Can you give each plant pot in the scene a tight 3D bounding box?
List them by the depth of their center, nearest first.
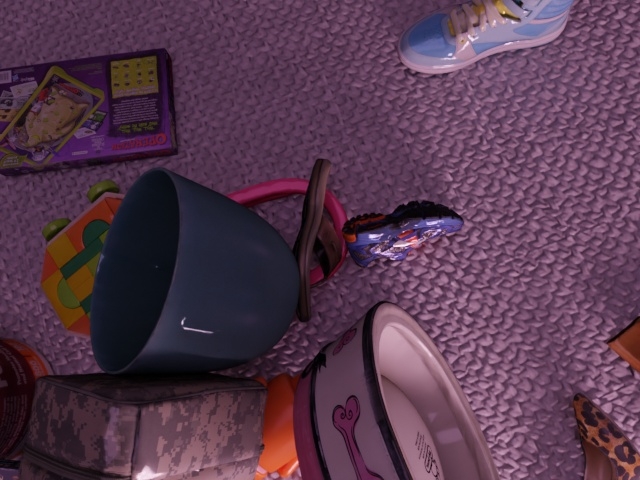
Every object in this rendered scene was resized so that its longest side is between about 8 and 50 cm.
[{"bbox_3d":[-0.176,0.064,0.864,0.293,0.235,0.293,-22,60,45],"label":"plant pot"}]

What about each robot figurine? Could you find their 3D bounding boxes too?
[{"bbox_3d":[-0.082,0.308,0.941,0.219,0.158,0.128,-34,57,-2],"label":"robot figurine"}]

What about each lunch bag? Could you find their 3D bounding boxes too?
[{"bbox_3d":[-0.234,0.311,0.760,0.212,0.305,0.256,-2,80,33],"label":"lunch bag"}]

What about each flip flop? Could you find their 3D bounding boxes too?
[{"bbox_3d":[0.000,0.000,0.958,0.080,0.112,0.277,12,78,-9],"label":"flip flop"}]

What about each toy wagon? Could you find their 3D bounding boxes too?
[{"bbox_3d":[-0.346,0.020,1.023,0.344,0.068,0.267,-37,79,11],"label":"toy wagon"}]

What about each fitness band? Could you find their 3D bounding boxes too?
[{"bbox_3d":[-0.090,0.002,1.032,0.291,0.054,0.209,-17,79,3],"label":"fitness band"}]

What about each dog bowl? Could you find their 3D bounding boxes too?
[{"bbox_3d":[0.116,0.300,0.806,0.150,0.408,0.408,-29,78,18],"label":"dog bowl"}]

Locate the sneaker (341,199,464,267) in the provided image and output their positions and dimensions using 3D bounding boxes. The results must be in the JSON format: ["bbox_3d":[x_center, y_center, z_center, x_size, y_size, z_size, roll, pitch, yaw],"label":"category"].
[{"bbox_3d":[0.145,-0.011,1.007,0.221,0.083,0.087,-11,120,-7],"label":"sneaker"}]

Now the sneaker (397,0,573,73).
[{"bbox_3d":[0.290,-0.405,0.989,0.319,0.208,0.127,-16,81,3],"label":"sneaker"}]

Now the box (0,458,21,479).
[{"bbox_3d":[-0.414,0.429,0.853,0.220,0.051,0.175,8,81,-7],"label":"box"}]

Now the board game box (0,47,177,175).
[{"bbox_3d":[-0.457,-0.248,1.106,0.347,0.056,0.208,-6,76,2],"label":"board game box"}]

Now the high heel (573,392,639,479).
[{"bbox_3d":[0.414,0.389,0.896,0.186,0.093,0.261,-28,88,-6],"label":"high heel"}]

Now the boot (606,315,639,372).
[{"bbox_3d":[0.575,0.262,0.906,0.264,0.096,0.280,-41,79,-2],"label":"boot"}]

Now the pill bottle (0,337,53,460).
[{"bbox_3d":[-0.602,0.257,0.861,0.224,0.392,0.224,-1,80,5],"label":"pill bottle"}]
